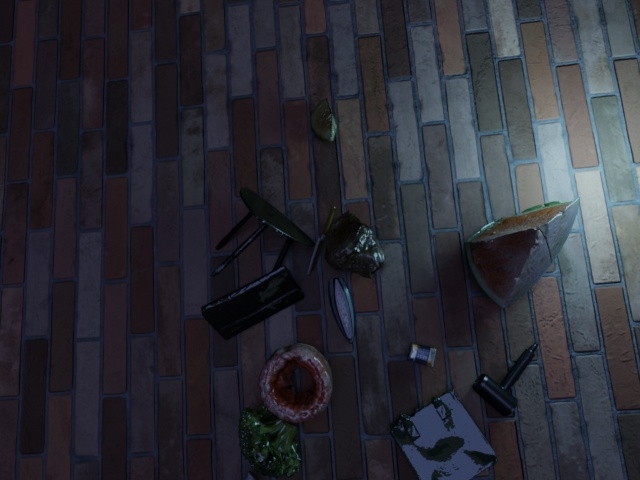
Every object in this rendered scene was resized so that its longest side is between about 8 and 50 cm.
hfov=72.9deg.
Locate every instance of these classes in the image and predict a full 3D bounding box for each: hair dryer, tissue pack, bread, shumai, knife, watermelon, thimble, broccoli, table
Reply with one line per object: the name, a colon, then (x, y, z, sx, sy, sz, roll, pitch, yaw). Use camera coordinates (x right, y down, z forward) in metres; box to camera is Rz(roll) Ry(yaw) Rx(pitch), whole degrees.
hair dryer: (0.609, 0.419, 1.394, 0.128, 0.070, 0.255, 38, 78, 10)
tissue pack: (0.334, 0.375, 1.427, 0.083, 0.042, 0.062, 15, 80, 7)
bread: (0.010, -0.423, 1.567, 0.094, 0.083, 0.157, -21, 77, 4)
shumai: (0.111, 0.040, 1.470, 0.183, 0.218, 0.185, -31, 118, 3)
knife: (-0.001, 0.000, 1.486, 0.022, 0.046, 0.256, 25, 105, 18)
watermelon: (0.625, -0.001, 1.398, 0.292, 0.319, 0.222, -23, 42, -36)
thimble: (-0.077, 0.452, 1.394, 0.239, 0.162, 0.239, -1, 83, 7)
broccoli: (-0.158, 0.628, 1.353, 0.226, 0.198, 0.176, 19, 96, 14)
table: (-0.211, 0.025, 1.455, 0.317, 0.317, 0.249, 40, 99, 10)

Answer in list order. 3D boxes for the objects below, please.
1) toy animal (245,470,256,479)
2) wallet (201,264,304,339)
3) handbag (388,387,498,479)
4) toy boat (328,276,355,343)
toy animal: (-0.185, 0.892, 1.310, 0.154, 0.208, 0.325, -37, 89, 39)
wallet: (-0.221, 0.214, 1.454, 0.321, 0.170, 0.044, -27, 35, 1)
handbag: (0.379, 0.633, 1.363, 0.247, 0.079, 0.260, -32, 79, -1)
toy boat: (0.078, 0.238, 1.474, 0.080, 0.046, 0.229, -12, 78, 0)
